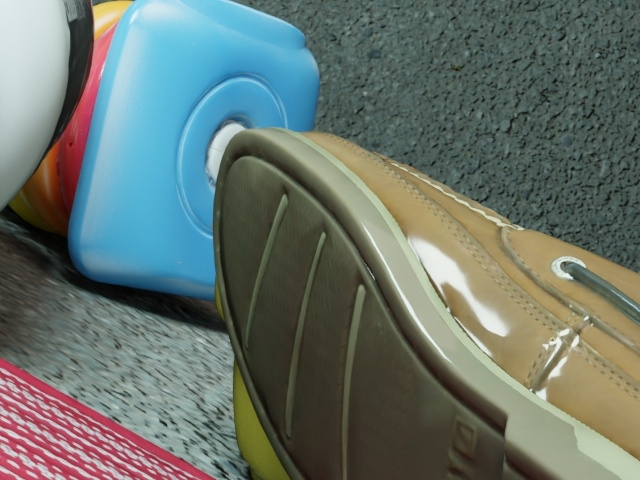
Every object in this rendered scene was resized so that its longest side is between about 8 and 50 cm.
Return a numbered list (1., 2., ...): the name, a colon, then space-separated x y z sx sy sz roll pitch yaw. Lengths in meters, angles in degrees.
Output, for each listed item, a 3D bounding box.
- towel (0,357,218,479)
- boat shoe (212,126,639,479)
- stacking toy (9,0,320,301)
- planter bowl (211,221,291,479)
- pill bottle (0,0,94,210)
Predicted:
1. towel: -0.033 0.091 0.525 0.199 0.031 0.275 31 -2 -16
2. boat shoe: 0.067 0.056 0.631 0.104 0.110 0.307 -9 36 -28
3. stacking toy: -0.162 -0.074 1.167 0.302 0.165 0.175 13 0 37
4. planter bowl: 0.033 0.079 0.825 0.217 0.090 0.217 26 5 -3
5. pill bottle: -0.189 -0.083 0.827 0.176 0.176 0.318 26 6 -6
